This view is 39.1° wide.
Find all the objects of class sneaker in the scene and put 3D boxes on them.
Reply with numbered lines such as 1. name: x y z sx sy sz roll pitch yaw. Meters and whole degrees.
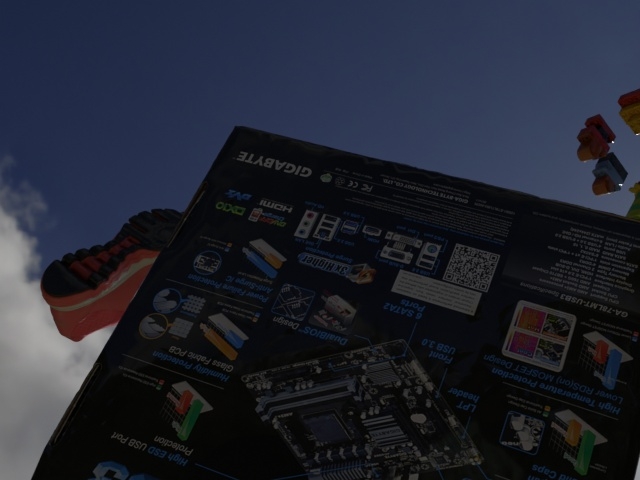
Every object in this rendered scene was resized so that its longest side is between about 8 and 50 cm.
1. sneaker: -0.298 0.054 1.439 0.314 0.116 0.136 -28 -43 -34

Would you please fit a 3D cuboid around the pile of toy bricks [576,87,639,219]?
1. pile of toy bricks: 0.327 -0.034 0.877 0.212 0.105 0.118 49 -35 -16

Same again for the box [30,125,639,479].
1. box: 0.025 0.090 0.505 0.296 0.293 0.073 15 -29 17
